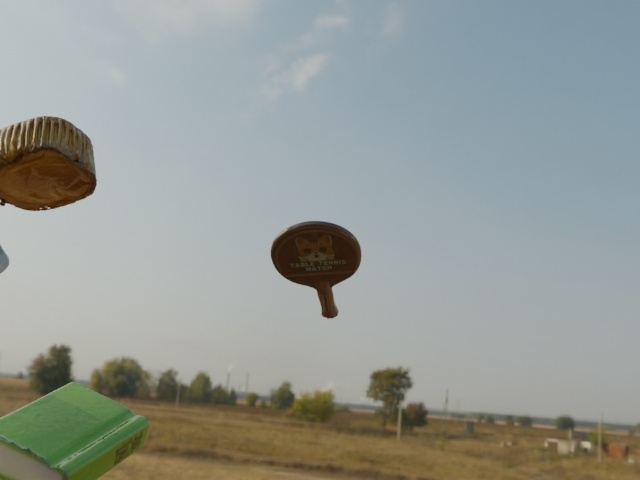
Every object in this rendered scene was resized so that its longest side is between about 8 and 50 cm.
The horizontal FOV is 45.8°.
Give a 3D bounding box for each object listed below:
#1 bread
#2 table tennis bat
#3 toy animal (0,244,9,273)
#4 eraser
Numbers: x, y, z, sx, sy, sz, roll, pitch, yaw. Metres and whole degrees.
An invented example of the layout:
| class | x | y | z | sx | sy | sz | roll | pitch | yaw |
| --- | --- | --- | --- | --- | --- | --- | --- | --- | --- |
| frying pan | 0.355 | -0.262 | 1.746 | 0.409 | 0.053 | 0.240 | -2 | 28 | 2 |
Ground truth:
| class | x | y | z | sx | sy | sz | roll | pitch | yaw |
| --- | --- | --- | --- | --- | --- | --- | --- | --- | --- |
| bread | -0.510 | -0.143 | 1.380 | 0.199 | 0.104 | 0.199 | -9 | -30 | -5 |
| table tennis bat | 0.000 | 0.000 | 0.951 | 0.107 | 0.119 | 0.170 | -5 | -43 | 7 |
| toy animal | -0.579 | -0.046 | 1.180 | 0.103 | 0.221 | 0.131 | -23 | 35 | -19 |
| eraser | -0.499 | 0.390 | 1.488 | 0.210 | 0.092 | 0.274 | 21 | 14 | 14 |
